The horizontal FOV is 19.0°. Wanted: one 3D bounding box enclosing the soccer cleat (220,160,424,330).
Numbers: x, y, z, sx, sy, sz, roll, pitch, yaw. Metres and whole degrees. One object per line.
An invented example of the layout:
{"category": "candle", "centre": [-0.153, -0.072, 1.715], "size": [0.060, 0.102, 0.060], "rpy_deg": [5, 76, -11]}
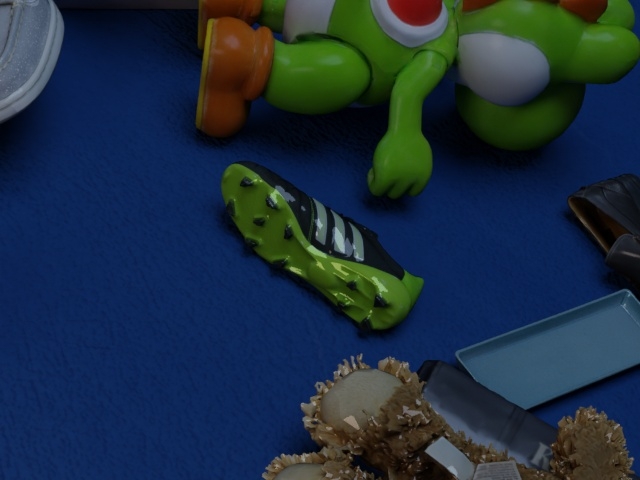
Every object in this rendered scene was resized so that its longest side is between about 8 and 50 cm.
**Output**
{"category": "soccer cleat", "centre": [0.000, 0.000, 1.464], "size": [0.179, 0.060, 0.072], "rpy_deg": [40, 36, 7]}

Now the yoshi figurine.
{"category": "yoshi figurine", "centre": [0.078, -0.141, 1.586], "size": [0.362, 0.204, 0.203], "rpy_deg": [1, 6, -4]}

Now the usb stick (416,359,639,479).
{"category": "usb stick", "centre": [0.180, 0.179, 1.371], "size": [0.278, 0.045, 0.077], "rpy_deg": [31, 47, 6]}

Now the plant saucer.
{"category": "plant saucer", "centre": [0.191, 0.090, 1.484], "size": [0.192, 0.018, 0.067], "rpy_deg": [-17, 56, -36]}

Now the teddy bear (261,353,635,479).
{"category": "teddy bear", "centre": [0.117, 0.208, 1.271], "size": [0.338, 0.113, 0.245], "rpy_deg": [14, 46, 0]}

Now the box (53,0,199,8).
{"category": "box", "centre": [-0.155, -0.395, 1.601], "size": [0.168, 0.215, 0.345], "rpy_deg": [-3, 66, -26]}

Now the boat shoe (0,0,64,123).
{"category": "boat shoe", "centre": [-0.273, -0.209, 1.473], "size": [0.118, 0.103, 0.320], "rpy_deg": [-22, 46, 16]}

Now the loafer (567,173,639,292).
{"category": "loafer", "centre": [0.260, 0.015, 1.562], "size": [0.061, 0.062, 0.170], "rpy_deg": [-9, 42, -20]}
